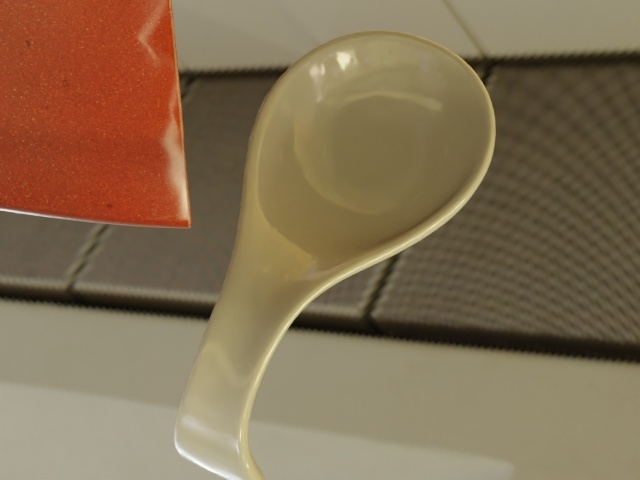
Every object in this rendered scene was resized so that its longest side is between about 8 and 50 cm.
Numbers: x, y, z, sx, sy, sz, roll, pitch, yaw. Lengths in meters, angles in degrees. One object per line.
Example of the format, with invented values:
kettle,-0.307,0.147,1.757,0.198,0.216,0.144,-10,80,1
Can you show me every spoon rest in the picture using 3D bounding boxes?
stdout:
spoon rest,0.000,0.000,0.936,0.137,0.084,0.276,22,-106,18

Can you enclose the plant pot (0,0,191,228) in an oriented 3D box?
plant pot,-0.210,-0.175,0.999,0.236,0.267,0.267,-6,-137,-5
